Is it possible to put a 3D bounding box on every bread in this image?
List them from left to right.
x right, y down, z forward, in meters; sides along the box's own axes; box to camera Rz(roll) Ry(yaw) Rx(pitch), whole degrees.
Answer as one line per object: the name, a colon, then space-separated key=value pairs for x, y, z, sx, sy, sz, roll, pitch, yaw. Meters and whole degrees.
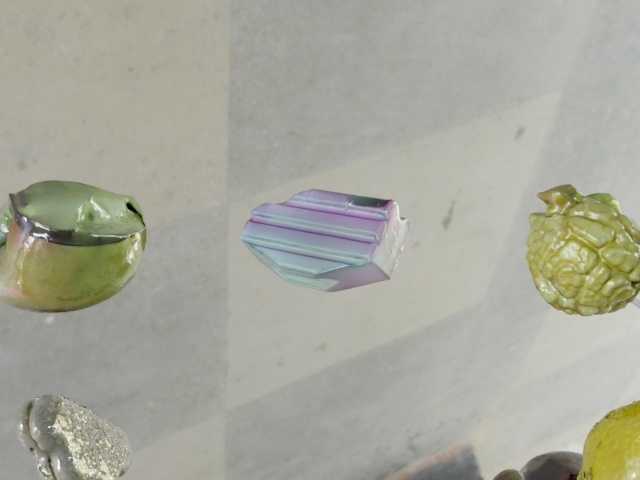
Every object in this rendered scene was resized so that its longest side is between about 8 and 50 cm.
bread: x=-0.503 y=0.448 z=1.899 sx=0.102 sy=0.183 sz=0.337 roll=-20 pitch=147 yaw=14

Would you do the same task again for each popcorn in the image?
popcorn: x=0.493 y=0.026 z=1.699 sx=0.224 sy=0.258 sz=0.270 roll=-31 pitch=113 yaw=8

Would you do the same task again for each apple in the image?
apple: x=-0.339 y=0.013 z=1.225 sx=0.188 sy=0.174 sz=0.207 roll=12 pitch=166 yaw=-38

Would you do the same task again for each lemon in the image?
lemon: x=0.557 y=0.376 z=1.435 sx=0.310 sy=0.258 sz=0.258 roll=0 pitch=157 yaw=22

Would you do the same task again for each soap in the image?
soap: x=0.000 y=0.000 z=1.880 sx=0.109 sy=0.323 sz=0.193 roll=50 pitch=57 yaw=-51

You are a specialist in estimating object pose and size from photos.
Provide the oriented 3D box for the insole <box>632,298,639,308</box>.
insole: x=0.636 y=0.147 z=1.705 sx=0.086 sy=0.253 sz=0.005 roll=17 pitch=103 yaw=-14

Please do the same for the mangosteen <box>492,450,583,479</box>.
mangosteen: x=0.459 y=0.562 z=1.769 sx=0.330 sy=0.330 sz=0.330 roll=-24 pitch=147 yaw=-17
